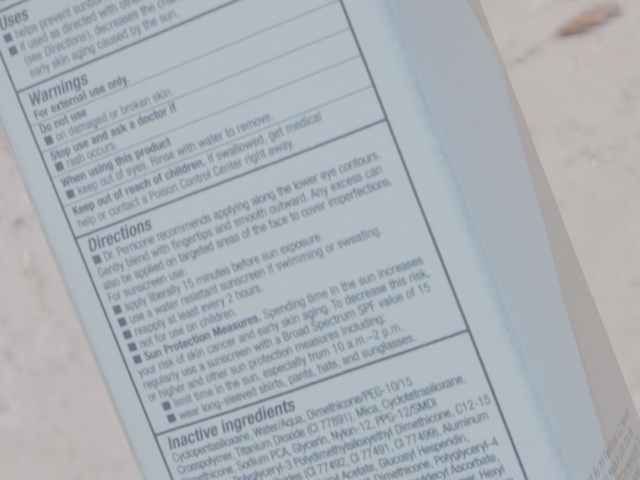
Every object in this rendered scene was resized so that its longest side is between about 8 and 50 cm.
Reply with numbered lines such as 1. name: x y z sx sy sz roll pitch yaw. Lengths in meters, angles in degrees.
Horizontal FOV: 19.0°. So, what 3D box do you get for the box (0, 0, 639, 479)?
1. box: 0.000 0.000 0.651 0.148 0.311 0.121 -18 5 20
